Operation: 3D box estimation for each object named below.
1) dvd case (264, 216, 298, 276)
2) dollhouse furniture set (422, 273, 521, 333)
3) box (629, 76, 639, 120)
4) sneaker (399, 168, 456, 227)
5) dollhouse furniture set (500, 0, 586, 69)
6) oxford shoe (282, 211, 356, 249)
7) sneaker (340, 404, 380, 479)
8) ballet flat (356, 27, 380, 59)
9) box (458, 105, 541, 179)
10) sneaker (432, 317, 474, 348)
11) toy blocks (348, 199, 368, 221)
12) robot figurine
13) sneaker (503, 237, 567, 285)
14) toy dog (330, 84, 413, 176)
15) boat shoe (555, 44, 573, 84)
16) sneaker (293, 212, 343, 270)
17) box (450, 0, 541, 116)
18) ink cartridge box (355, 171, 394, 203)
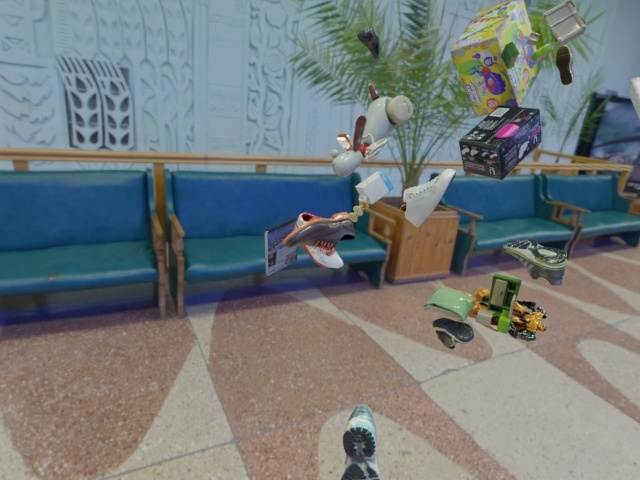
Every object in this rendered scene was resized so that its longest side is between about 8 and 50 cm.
[{"bbox_3d":[-0.174,0.030,1.865,0.180,0.253,0.022,-29,48,-36],"label":"dvd case"},{"bbox_3d":[0.559,0.200,1.533,0.301,0.151,0.197,14,18,27],"label":"dollhouse furniture set"},{"bbox_3d":[0.972,-0.362,1.199,0.063,0.067,0.324,-5,48,25],"label":"box"},{"bbox_3d":[0.362,-0.161,1.462,0.123,0.290,0.106,36,54,7],"label":"sneaker"},{"bbox_3d":[0.468,-0.425,0.875,0.151,0.076,0.058,-28,-8,13],"label":"dollhouse furniture set"},{"bbox_3d":[0.006,-0.014,1.316,0.271,0.098,0.097,-19,-14,-33],"label":"oxford shoe"},{"bbox_3d":[0.120,0.586,1.149,0.110,0.283,0.122,6,23,11],"label":"sneaker"},{"bbox_3d":[0.163,-0.640,1.345,0.049,0.057,0.173,3,-2,21],"label":"ballet flat"},{"bbox_3d":[0.636,-0.349,1.466,0.247,0.142,0.163,-40,38,-19],"label":"box"},{"bbox_3d":[0.494,0.353,1.520,0.084,0.097,0.234,-14,5,-9],"label":"sneaker"},{"bbox_3d":[0.207,-0.168,1.985,0.054,0.123,0.148,42,60,4],"label":"toy blocks"},{"bbox_3d":[0.746,0.299,1.656,0.291,0.085,0.211,24,47,33],"label":"robot figurine"},{"bbox_3d":[0.780,0.076,1.528,0.111,0.121,0.300,-14,18,-4],"label":"sneaker"},{"bbox_3d":[0.143,-0.370,1.323,0.220,0.161,0.334,-27,20,54],"label":"toy dog"},{"bbox_3d":[0.987,-0.705,1.661,0.048,0.153,0.056,-31,16,-37],"label":"boat shoe"},{"bbox_3d":[-0.001,0.000,1.683,0.270,0.145,0.090,39,43,22],"label":"sneaker"},{"bbox_3d":[0.660,-0.674,1.543,0.177,0.290,0.279,5,53,48],"label":"box"},{"bbox_3d":[0.232,-0.229,1.833,0.143,0.090,0.092,-35,16,-9],"label":"ink cartridge box"}]
